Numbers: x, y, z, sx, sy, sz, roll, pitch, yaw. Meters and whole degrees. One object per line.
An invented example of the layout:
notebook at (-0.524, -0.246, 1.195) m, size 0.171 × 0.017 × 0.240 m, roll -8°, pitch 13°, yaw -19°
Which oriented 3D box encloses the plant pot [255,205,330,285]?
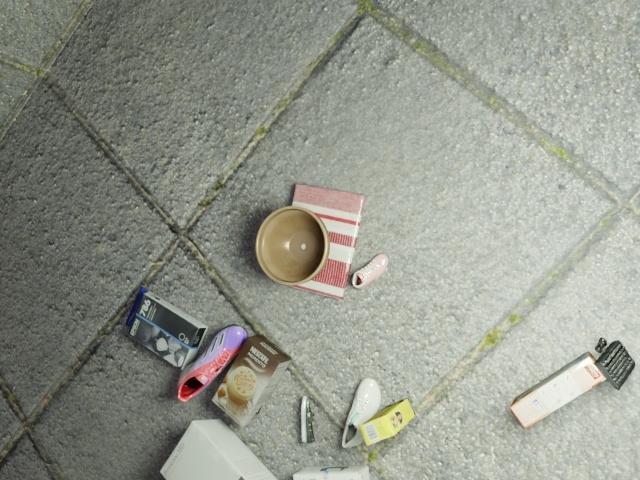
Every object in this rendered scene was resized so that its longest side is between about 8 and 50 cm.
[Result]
plant pot at (-0.071, 0.017, 1.803) m, size 0.237 × 0.109 × 0.238 m, roll -1°, pitch 87°, yaw 21°

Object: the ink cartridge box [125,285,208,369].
ink cartridge box at (-0.559, 0.299, 2.059) m, size 0.332 × 0.065 × 0.165 m, roll 25°, pitch 96°, yaw 24°

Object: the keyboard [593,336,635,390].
keyboard at (0.714, 0.287, 1.435) m, size 0.108 × 0.180 × 0.023 m, roll 54°, pitch 126°, yaw 17°

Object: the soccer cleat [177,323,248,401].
soccer cleat at (-0.350, 0.400, 1.910) m, size 0.108 × 0.116 × 0.318 m, roll 41°, pitch 108°, yaw -15°

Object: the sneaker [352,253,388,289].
sneaker at (0.146, 0.094, 1.760) m, size 0.051 × 0.070 × 0.134 m, roll 45°, pitch 102°, yaw 23°

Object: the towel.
towel at (0.000, 0.000, 1.854) m, size 0.237 × 0.037 × 0.329 m, roll 13°, pitch 92°, yaw 22°

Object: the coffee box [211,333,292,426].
coffee box at (-0.218, 0.441, 1.874) m, size 0.141 × 0.098 × 0.247 m, roll 32°, pitch 99°, yaw 22°

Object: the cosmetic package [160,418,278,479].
cosmetic package at (-0.292, 0.757, 1.822) m, size 0.385 × 0.156 × 0.217 m, roll 34°, pitch 95°, yaw 29°

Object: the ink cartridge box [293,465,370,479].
ink cartridge box at (0.040, 0.753, 1.737) m, size 0.212 × 0.093 × 0.154 m, roll -11°, pitch 82°, yaw 24°

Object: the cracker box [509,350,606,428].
cracker box at (0.599, 0.374, 1.488) m, size 0.232 × 0.155 × 0.067 m, roll -40°, pitch 71°, yaw 16°

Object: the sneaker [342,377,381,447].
sneaker at (0.114, 0.509, 1.724) m, size 0.080 × 0.094 × 0.212 m, roll 17°, pitch 92°, yaw 25°

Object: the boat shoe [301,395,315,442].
boat shoe at (-0.037, 0.551, 1.818) m, size 0.040 × 0.049 × 0.142 m, roll -1°, pitch 86°, yaw 5°

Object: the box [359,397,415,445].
box at (0.188, 0.494, 1.617) m, size 0.087 × 0.232 × 0.058 m, roll -29°, pitch 77°, yaw 20°
